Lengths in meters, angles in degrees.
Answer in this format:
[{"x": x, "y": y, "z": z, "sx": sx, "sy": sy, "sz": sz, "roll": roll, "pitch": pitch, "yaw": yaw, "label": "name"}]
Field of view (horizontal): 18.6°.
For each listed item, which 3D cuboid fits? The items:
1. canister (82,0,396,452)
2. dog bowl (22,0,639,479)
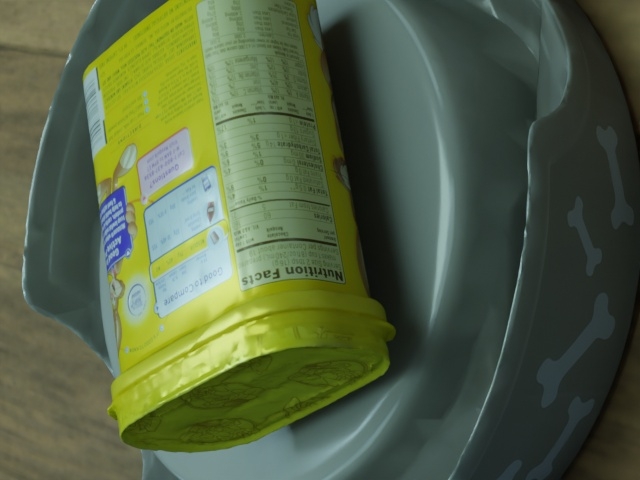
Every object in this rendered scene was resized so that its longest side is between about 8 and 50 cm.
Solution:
[{"x": -0.040, "y": -0.012, "z": 0.816, "sx": 0.126, "sy": 0.073, "sz": 0.170, "roll": -31, "pitch": 60, "yaw": 41, "label": "canister"}, {"x": 0.000, "y": 0.000, "z": 0.899, "sx": 0.349, "sy": 0.102, "sz": 0.349, "roll": -11, "pitch": 76, "yaw": 48, "label": "dog bowl"}]
